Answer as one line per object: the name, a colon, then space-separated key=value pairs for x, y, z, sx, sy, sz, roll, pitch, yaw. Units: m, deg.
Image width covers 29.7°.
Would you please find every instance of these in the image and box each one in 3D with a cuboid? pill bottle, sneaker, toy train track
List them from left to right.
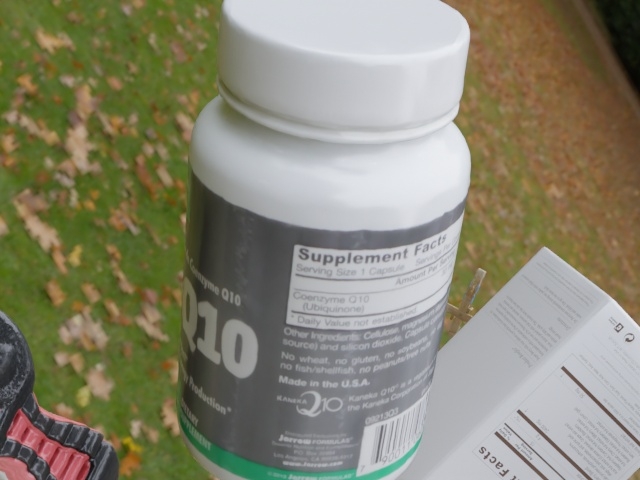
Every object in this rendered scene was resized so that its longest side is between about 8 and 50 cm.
sneaker: x=-0.310 y=0.160 z=1.070 sx=0.313 sy=0.136 sz=0.116 roll=62 pitch=39 yaw=-39
pill bottle: x=0.000 y=0.000 z=0.906 sx=0.204 sy=0.204 sz=0.361 roll=-84 pitch=180 yaw=-61
toy train track: x=0.174 y=0.071 z=1.418 sx=0.048 sy=0.083 sz=0.014 roll=29 pitch=15 yaw=21

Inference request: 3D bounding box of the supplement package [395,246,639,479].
supplement package: x=0.219 y=0.187 z=1.285 sx=0.175 sy=0.293 sz=0.177 roll=43 pitch=4 yaw=-21
